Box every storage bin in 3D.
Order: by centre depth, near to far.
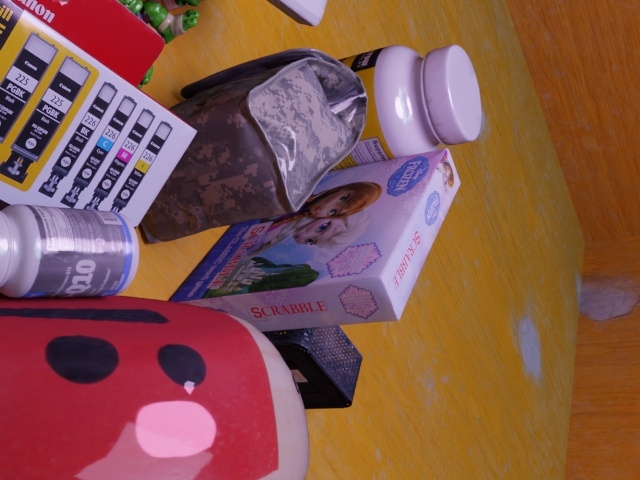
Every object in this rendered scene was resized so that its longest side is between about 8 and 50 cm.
[{"bbox_3d":[-0.029,0.172,1.167,0.180,0.122,0.084,54,40,-39],"label":"storage bin"}]

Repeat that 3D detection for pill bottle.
[{"bbox_3d":[-0.231,0.010,0.659,0.137,0.078,0.078,3,80,-48],"label":"pill bottle"},{"bbox_3d":[0.068,-0.194,1.212,0.188,0.333,0.188,23,63,-56],"label":"pill bottle"}]

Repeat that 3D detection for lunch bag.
[{"bbox_3d":[-0.092,-0.141,1.020,0.287,0.235,0.169,-50,123,-52],"label":"lunch bag"}]

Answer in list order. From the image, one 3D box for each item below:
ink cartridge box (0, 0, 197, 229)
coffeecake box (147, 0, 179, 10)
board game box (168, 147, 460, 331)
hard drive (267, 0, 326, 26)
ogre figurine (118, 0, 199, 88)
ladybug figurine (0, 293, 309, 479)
[{"bbox_3d":[-0.274,-0.130,0.687,0.272,0.130,0.309,-58,143,-1],"label":"ink cartridge box"},{"bbox_3d":[-0.130,-0.373,1.062,0.142,0.185,0.068,-47,123,-54],"label":"coffeecake box"},{"bbox_3d":[0.000,0.000,1.065,0.066,0.317,0.319,66,33,-25],"label":"board game box"},{"bbox_3d":[-0.055,-0.396,0.906,0.307,0.040,0.203,9,98,-64],"label":"hard drive"},{"bbox_3d":[-0.233,-0.268,0.950,0.118,0.197,0.097,41,3,-37],"label":"ogre figurine"},{"bbox_3d":[-0.200,0.140,0.662,0.449,0.305,0.162,5,100,-41],"label":"ladybug figurine"}]
